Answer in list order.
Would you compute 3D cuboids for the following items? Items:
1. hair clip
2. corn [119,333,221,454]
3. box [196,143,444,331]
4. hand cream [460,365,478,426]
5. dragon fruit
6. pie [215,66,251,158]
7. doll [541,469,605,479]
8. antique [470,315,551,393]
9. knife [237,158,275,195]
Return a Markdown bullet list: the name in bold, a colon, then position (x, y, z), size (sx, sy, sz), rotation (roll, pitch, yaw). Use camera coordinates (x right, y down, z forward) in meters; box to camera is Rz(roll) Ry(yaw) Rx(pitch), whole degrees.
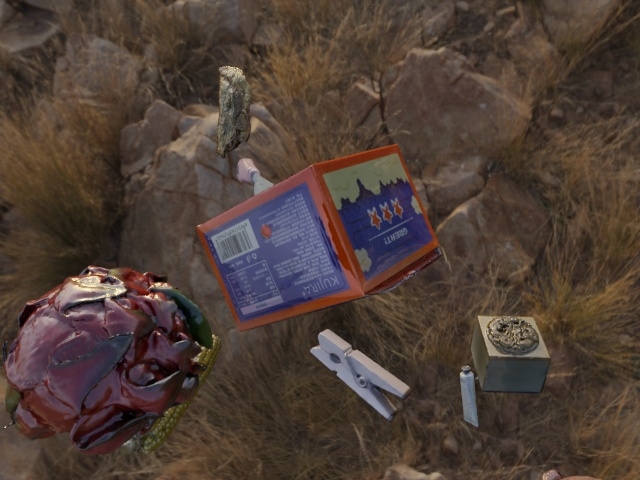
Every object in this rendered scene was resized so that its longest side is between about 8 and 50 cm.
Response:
- **hair clip**: position (0.118, 0.405, 1.615), size (0.331, 0.085, 0.101), rotation (35, 112, 20)
- **corn**: position (-0.298, 0.304, 1.076), size (0.097, 0.097, 0.320), rotation (3, 30, 19)
- **box**: position (0.000, 0.000, 1.081), size (0.349, 0.318, 0.257), rotation (-22, 90, 38)
- **hand cream**: position (0.481, 0.503, 1.699), size (0.042, 0.194, 0.067), rotation (-14, 11, -30)
- **dragon fruit**: position (-0.278, 0.159, 0.640), size (0.293, 0.234, 0.234), rotation (-41, 60, -8)
- **pie**: position (-0.152, -0.229, 0.919), size (0.092, 0.034, 0.170), rotation (0, 86, 40)
- **doll**: position (0.617, 0.631, 1.172), size (0.201, 0.303, 0.156), rotation (19, 105, 11)
- **antique**: position (0.453, 0.269, 1.264), size (0.147, 0.148, 0.152), rotation (1, 34, 2)
- **knife**: position (-0.169, -0.147, 1.369), size (0.043, 0.081, 0.336), rotation (0, 20, -20)
